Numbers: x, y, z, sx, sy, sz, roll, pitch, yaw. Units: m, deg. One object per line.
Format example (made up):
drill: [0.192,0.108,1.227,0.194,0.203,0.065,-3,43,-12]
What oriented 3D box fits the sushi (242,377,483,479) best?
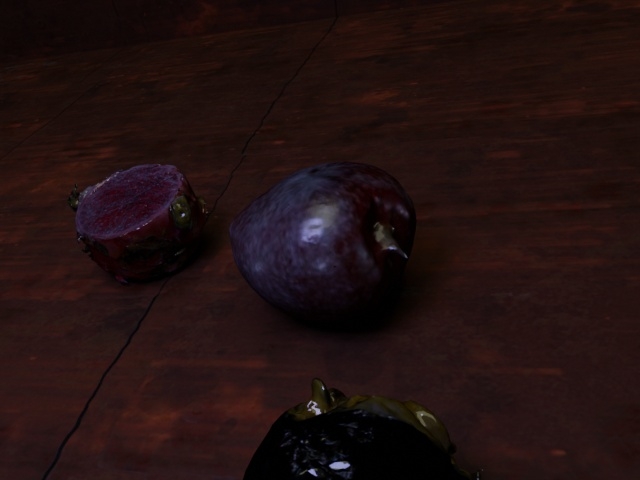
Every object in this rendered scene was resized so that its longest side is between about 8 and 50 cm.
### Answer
sushi: [0.047,0.221,0.546,0.213,0.200,0.204,-2,31,41]

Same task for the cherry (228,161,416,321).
cherry: [0.000,0.000,0.886,0.300,0.203,0.230,2,42,36]

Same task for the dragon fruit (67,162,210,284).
dragon fruit: [-0.299,-0.025,1.103,0.282,0.147,0.211,7,47,33]
